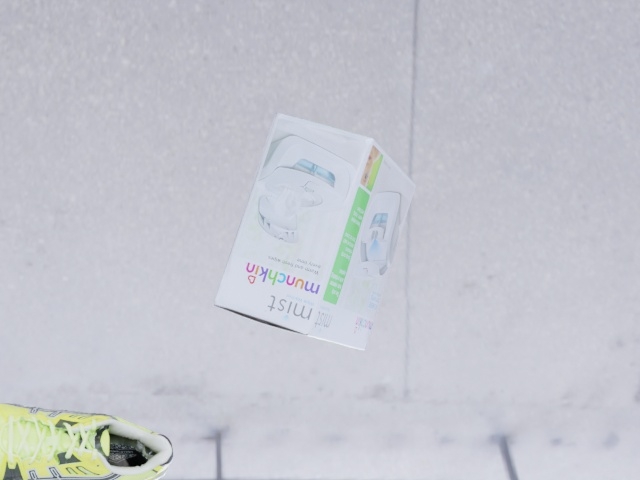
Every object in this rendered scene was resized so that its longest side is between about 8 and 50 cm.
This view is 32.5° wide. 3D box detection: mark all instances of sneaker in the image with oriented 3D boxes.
[{"bbox_3d":[-0.408,0.311,1.706,0.385,0.145,0.147,11,147,-35],"label":"sneaker"}]

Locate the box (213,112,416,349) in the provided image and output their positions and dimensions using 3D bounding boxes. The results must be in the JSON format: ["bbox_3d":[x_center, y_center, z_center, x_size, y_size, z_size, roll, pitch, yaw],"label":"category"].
[{"bbox_3d":[0.000,0.000,1.311,0.127,0.231,0.262,16,175,18],"label":"box"}]
